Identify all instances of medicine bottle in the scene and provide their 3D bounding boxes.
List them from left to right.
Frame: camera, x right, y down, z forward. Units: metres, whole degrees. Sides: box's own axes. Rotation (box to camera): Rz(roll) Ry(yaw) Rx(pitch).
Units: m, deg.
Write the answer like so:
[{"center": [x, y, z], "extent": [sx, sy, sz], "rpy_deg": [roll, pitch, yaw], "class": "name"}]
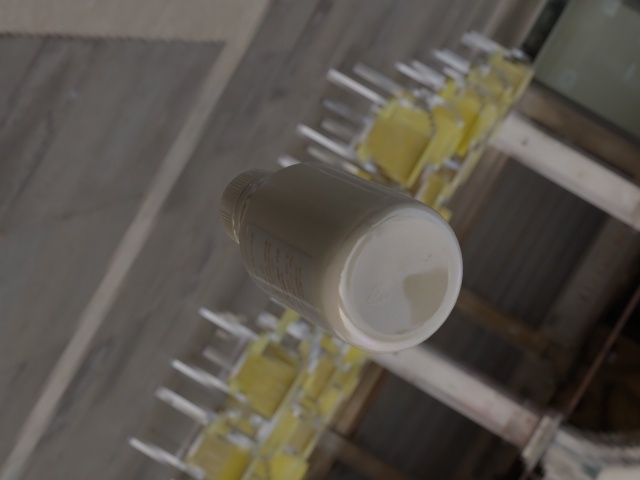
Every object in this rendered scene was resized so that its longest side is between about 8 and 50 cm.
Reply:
[{"center": [0.000, 0.000, 1.202], "extent": [0.114, 0.114, 0.252], "rpy_deg": [-59, -150, -2], "class": "medicine bottle"}]
